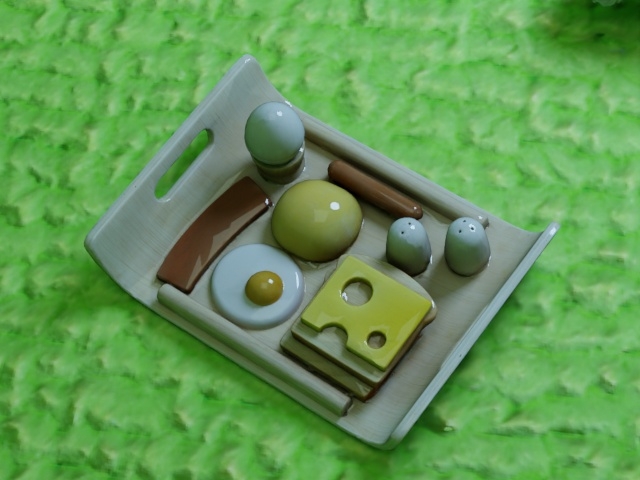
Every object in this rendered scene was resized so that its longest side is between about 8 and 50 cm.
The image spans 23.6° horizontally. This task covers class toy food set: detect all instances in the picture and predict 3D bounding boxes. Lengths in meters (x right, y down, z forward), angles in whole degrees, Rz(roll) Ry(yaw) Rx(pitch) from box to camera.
[{"bbox_3d":[0.000,0.000,1.199,0.306,0.092,0.220,30,69,22],"label":"toy food set"}]

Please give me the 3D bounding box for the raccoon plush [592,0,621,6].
[{"bbox_3d":[0.421,-0.233,1.136,0.446,0.299,0.216,-9,76,6],"label":"raccoon plush"}]
